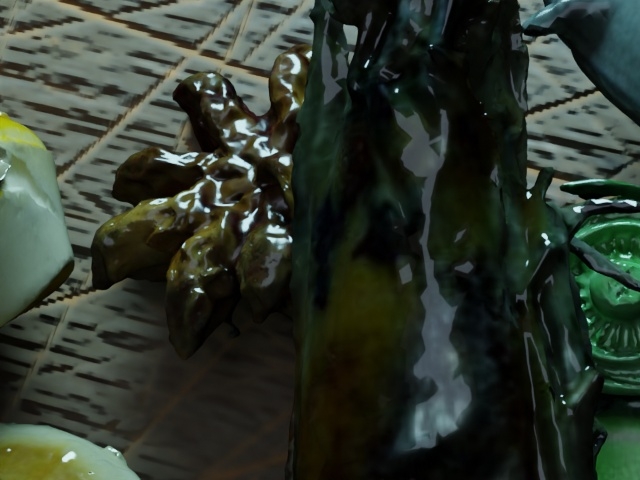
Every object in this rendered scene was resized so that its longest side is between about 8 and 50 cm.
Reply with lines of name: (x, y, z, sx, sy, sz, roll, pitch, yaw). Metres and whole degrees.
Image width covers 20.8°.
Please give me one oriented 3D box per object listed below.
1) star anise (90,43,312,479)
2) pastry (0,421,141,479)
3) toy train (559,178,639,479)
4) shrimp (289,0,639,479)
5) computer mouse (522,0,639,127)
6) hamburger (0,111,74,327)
star anise: (0.002, 0.003, 0.733, 0.177, 0.073, 0.234, -33, 61, -10)
pastry: (-0.135, 0.138, 0.679, 0.165, 0.088, 0.166, 2, 30, -1)
toy train: (0.167, 0.083, 0.651, 0.243, 0.132, 0.188, -1, 74, 12)
shrimp: (0.111, 0.055, 0.565, 0.272, 0.085, 0.445, -12, 83, 7)
computer mouse: (0.254, -0.116, 0.696, 0.371, 0.122, 0.188, -17, 44, -7)
hamburger: (-0.205, 0.014, 0.720, 0.210, 0.173, 0.116, -27, 92, 0)
